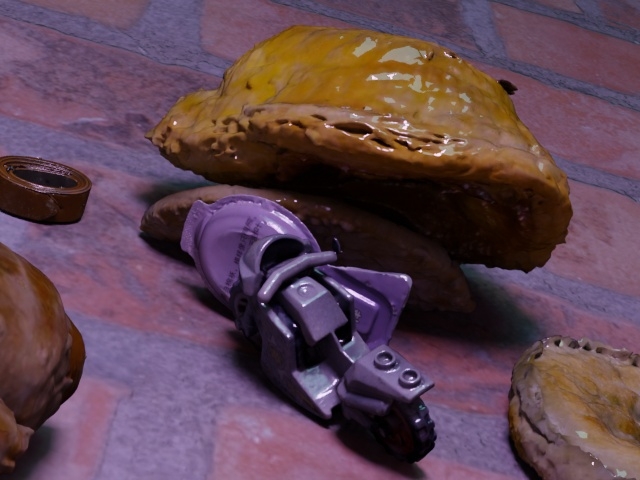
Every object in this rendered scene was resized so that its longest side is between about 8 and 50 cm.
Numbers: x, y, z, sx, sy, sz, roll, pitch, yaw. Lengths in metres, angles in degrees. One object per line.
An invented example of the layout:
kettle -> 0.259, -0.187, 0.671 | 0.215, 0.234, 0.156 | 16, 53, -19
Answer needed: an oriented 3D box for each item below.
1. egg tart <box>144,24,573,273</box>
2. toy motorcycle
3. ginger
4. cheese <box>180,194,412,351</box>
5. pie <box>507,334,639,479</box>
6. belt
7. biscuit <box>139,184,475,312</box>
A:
egg tart -> 0.056, -0.079, 1.508 | 0.339, 0.153, 0.351 | 22, -12, -26
toy motorcycle -> 0.008, 0.069, 1.295 | 0.080, 0.122, 0.215 | -32, 48, -28
ginger -> -0.267, 0.030, 1.115 | 0.256, 0.176, 0.375 | 20, 16, -41
cheese -> -0.025, 0.028, 1.388 | 0.191, 0.105, 0.042 | 29, 30, 14
pie -> 0.262, 0.154, 1.377 | 0.274, 0.055, 0.274 | 16, 23, -7
belt -> -0.234, -0.040, 1.479 | 0.083, 0.036, 0.059 | 11, 30, -17
biscuit -> 0.000, -0.002, 1.458 | 0.289, 0.038, 0.141 | 16, -22, -6
